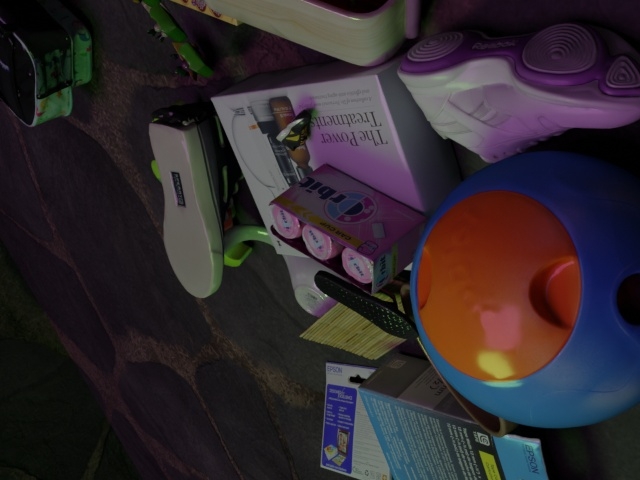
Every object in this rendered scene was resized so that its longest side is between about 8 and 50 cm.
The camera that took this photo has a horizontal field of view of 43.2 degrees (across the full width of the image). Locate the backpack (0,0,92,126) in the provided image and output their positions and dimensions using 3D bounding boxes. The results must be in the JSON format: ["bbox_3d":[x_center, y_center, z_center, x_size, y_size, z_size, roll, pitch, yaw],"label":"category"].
[{"bbox_3d":[-0.580,-0.367,1.636,0.225,0.191,0.253,44,139,23],"label":"backpack"}]

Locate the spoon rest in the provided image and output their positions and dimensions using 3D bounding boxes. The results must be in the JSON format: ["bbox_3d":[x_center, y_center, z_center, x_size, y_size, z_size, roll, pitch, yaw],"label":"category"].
[{"bbox_3d":[-0.047,0.050,1.439,0.276,0.084,0.137,31,144,12],"label":"spoon rest"}]

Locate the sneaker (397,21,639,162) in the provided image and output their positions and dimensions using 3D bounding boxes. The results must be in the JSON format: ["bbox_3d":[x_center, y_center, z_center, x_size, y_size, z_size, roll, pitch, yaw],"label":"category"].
[{"bbox_3d":[0.227,-0.152,0.876,0.305,0.114,0.152,20,147,49],"label":"sneaker"}]

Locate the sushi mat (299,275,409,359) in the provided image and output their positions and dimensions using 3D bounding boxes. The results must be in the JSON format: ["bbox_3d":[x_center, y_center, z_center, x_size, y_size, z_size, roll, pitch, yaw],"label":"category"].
[{"bbox_3d":[0.090,0.124,1.288,0.152,0.019,0.316,20,150,-14],"label":"sushi mat"}]

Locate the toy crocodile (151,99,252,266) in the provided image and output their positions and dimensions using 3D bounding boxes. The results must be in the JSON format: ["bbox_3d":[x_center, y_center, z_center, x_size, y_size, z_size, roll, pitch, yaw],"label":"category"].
[{"bbox_3d":[-0.217,-0.095,1.482,0.105,0.115,0.340,17,134,38],"label":"toy crocodile"}]

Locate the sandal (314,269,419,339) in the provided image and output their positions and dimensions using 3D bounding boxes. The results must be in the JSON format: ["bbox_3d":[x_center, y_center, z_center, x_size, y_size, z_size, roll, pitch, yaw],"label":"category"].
[{"bbox_3d":[0.070,0.083,1.163,0.179,0.040,0.067,29,149,28],"label":"sandal"}]

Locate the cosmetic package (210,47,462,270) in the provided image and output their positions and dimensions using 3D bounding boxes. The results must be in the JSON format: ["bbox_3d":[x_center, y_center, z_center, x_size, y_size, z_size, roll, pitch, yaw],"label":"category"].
[{"bbox_3d":[0.026,-0.108,1.169,0.377,0.097,0.284,5,125,51],"label":"cosmetic package"}]

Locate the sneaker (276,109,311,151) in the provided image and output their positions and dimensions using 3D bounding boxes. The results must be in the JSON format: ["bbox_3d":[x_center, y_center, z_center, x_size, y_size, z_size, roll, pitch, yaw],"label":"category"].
[{"bbox_3d":[-0.028,-0.148,1.089,0.035,0.031,0.083,45,153,-7],"label":"sneaker"}]

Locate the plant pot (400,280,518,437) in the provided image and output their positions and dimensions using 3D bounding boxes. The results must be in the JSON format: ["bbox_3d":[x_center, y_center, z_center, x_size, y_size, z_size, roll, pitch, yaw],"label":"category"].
[{"bbox_3d":[0.216,0.134,1.086,0.237,0.110,0.237,57,172,13],"label":"plant pot"}]

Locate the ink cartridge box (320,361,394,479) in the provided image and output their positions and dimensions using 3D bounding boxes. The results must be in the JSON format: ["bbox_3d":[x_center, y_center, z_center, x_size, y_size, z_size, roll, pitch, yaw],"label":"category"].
[{"bbox_3d":[0.079,0.335,1.503,0.206,0.045,0.208,-3,83,54],"label":"ink cartridge box"}]

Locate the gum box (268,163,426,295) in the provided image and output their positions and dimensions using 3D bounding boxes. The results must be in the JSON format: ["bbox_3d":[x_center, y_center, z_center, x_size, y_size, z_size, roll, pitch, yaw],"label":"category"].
[{"bbox_3d":[0.030,-0.021,1.052,0.188,0.107,0.062,31,142,32],"label":"gum box"}]

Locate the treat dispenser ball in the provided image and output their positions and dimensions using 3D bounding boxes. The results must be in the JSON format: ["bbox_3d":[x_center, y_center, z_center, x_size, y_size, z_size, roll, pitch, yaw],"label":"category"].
[{"bbox_3d":[0.240,0.050,0.849,0.288,0.288,0.288,33,142,31],"label":"treat dispenser ball"}]

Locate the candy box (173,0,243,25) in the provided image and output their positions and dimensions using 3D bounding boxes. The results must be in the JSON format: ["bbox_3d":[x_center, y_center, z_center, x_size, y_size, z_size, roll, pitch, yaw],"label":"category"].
[{"bbox_3d":[-0.140,-0.364,1.139,0.187,0.109,0.053,29,139,36],"label":"candy box"}]

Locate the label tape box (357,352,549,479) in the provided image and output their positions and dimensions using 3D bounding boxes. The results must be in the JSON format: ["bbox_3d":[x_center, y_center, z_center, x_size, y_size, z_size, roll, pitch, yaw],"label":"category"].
[{"bbox_3d":[0.244,0.334,1.265,0.348,0.115,0.249,5,124,48],"label":"label tape box"}]

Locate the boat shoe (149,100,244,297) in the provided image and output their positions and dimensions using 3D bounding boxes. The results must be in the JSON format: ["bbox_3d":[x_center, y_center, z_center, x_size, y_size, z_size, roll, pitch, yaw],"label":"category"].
[{"bbox_3d":[-0.181,-0.077,1.378,0.127,0.158,0.340,18,124,34],"label":"boat shoe"}]

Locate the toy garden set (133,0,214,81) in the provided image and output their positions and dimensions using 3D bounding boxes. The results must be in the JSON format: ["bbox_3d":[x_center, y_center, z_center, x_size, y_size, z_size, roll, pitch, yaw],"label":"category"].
[{"bbox_3d":[-0.258,-0.345,1.251,0.244,0.049,0.204,53,-176,-5],"label":"toy garden set"}]

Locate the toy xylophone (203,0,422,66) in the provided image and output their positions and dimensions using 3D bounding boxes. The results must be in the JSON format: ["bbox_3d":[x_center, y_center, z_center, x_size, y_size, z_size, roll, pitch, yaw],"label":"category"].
[{"bbox_3d":[-0.035,-0.307,0.932,0.323,0.081,0.236,25,170,4],"label":"toy xylophone"}]
